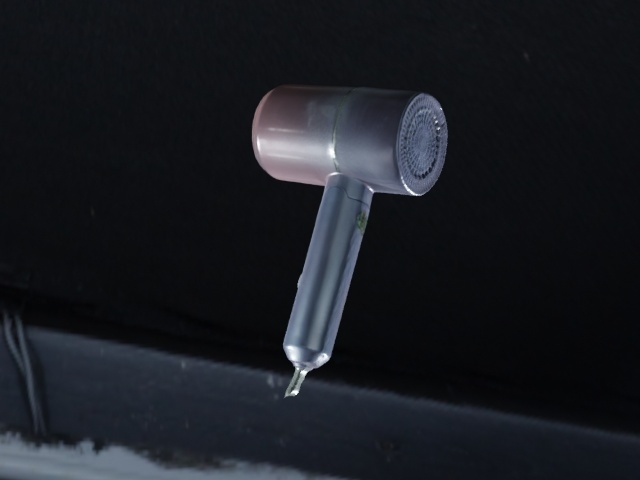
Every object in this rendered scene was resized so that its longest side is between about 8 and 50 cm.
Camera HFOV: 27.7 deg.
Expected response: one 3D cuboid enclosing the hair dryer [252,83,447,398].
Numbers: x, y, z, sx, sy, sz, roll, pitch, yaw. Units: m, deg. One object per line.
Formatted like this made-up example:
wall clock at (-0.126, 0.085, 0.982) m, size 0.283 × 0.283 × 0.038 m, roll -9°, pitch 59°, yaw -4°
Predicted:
hair dryer at (0.000, 0.000, 0.457) m, size 0.037 × 0.063 × 0.114 m, roll 32°, pitch -111°, yaw -55°
